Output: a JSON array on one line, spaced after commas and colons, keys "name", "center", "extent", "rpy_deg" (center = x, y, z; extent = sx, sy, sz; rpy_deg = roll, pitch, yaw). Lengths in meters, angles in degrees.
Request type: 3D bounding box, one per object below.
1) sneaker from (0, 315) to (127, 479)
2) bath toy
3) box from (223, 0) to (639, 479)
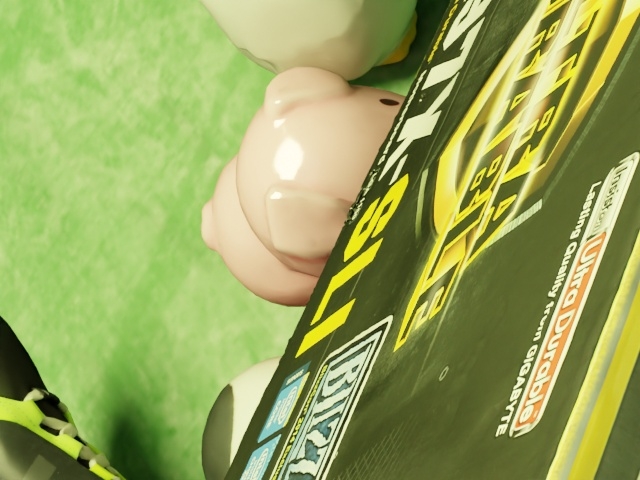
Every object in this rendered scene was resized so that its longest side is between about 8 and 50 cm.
[{"name": "sneaker", "center": [-0.087, 0.124, 0.759], "extent": [0.097, 0.084, 0.235], "rpy_deg": [-26, 78, 10]}, {"name": "bath toy", "center": [0.000, 0.000, 0.709], "extent": [0.151, 0.129, 0.348], "rpy_deg": [-18, 69, 35]}, {"name": "box", "center": [0.081, -0.018, 0.528], "extent": [0.322, 0.079, 0.257], "rpy_deg": [-65, 11, -26]}]
